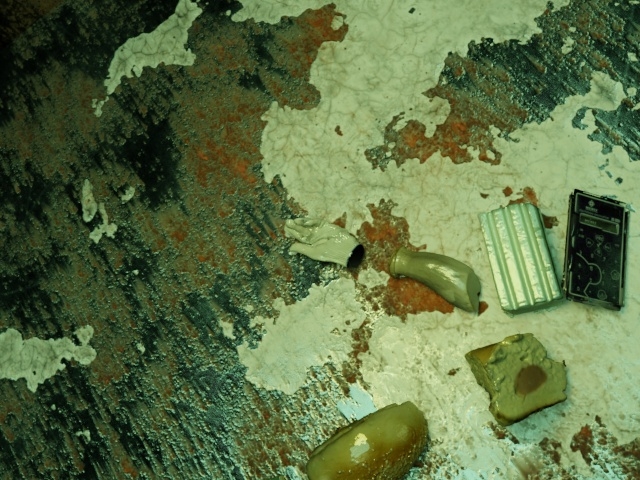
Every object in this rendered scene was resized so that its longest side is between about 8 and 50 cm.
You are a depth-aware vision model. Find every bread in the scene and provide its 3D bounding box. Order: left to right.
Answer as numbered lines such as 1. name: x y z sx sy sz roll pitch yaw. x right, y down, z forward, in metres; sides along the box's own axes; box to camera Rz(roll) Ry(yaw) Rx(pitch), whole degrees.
1. bread: 0.107 0.496 1.619 0.314 0.192 0.171 -33 68 5
2. bread: 0.459 0.303 1.571 0.211 0.224 0.183 -16 77 2

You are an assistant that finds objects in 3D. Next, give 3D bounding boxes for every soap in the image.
1. soap: 0.485 0.048 1.696 0.150 0.094 0.261 -15 73 16

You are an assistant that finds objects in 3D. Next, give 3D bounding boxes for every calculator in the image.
1. calculator: 0.650 0.022 1.648 0.166 0.028 0.274 13 74 -11

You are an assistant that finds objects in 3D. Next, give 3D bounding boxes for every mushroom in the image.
1. mushroom: 0.291 0.084 1.736 0.247 0.108 0.096 25 42 18

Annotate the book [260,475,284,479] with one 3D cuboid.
1. book: -0.197 0.712 1.732 0.264 0.027 0.202 -17 70 11

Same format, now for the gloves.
1. gloves: 0.004 0.003 1.837 0.229 0.097 0.119 27 79 16
